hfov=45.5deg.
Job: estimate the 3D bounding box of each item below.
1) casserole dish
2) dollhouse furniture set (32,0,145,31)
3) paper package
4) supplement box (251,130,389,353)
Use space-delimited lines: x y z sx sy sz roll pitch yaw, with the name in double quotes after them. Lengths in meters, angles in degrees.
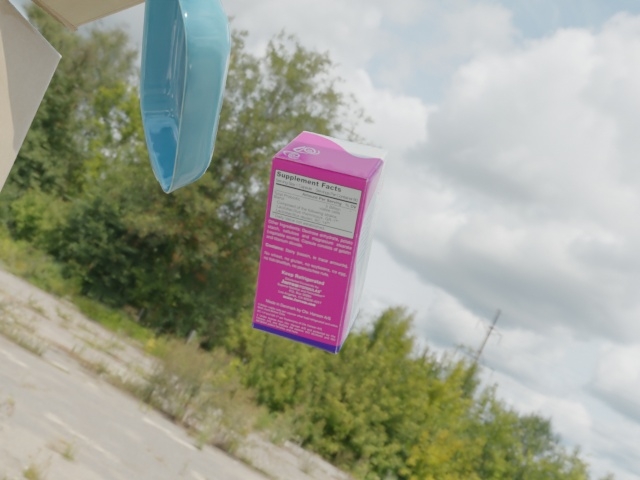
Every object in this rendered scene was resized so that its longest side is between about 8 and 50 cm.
-0.100 -0.119 0.551 0.188 0.037 0.114 109 -36 -49 "casserole dish"
-0.366 -0.522 1.130 0.198 0.303 0.286 -15 -18 16 "dollhouse furniture set"
-0.575 -0.234 1.108 0.168 0.325 0.309 6 -24 23 "paper package"
0.000 0.000 0.886 0.113 0.220 0.111 16 25 11 "supplement box"
